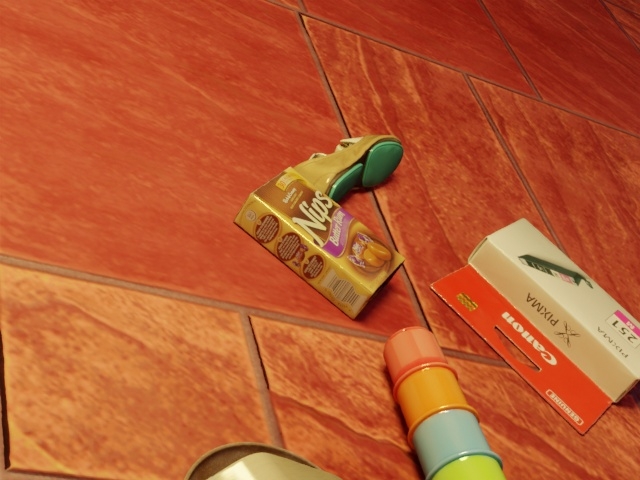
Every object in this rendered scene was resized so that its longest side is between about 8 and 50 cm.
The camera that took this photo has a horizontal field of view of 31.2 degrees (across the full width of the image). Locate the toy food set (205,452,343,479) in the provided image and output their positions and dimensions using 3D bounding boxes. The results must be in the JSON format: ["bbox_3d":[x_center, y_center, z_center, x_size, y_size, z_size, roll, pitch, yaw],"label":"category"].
[{"bbox_3d":[0.022,0.276,0.829,0.219,0.092,0.306,49,1,22],"label":"toy food set"}]

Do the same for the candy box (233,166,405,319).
[{"bbox_3d":[0.000,0.000,1.375,0.187,0.053,0.109,38,32,7],"label":"candy box"}]

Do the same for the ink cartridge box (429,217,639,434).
[{"bbox_3d":[0.306,0.102,1.520,0.275,0.060,0.239,45,32,15],"label":"ink cartridge box"}]

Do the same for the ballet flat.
[{"bbox_3d":[0.036,-0.105,1.530,0.073,0.080,0.232,29,27,19],"label":"ballet flat"}]

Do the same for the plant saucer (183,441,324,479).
[{"bbox_3d":[-0.040,0.265,0.998,0.199,0.036,0.198,25,34,-18],"label":"plant saucer"}]

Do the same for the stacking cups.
[{"bbox_3d":[0.131,0.219,1.177,0.096,0.096,0.316,13,35,-32],"label":"stacking cups"}]
